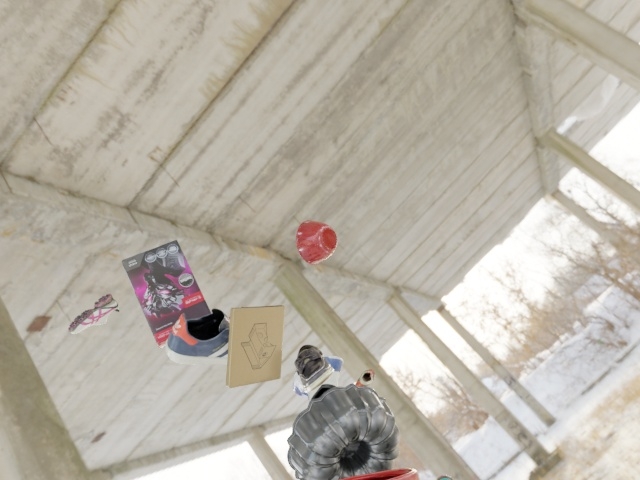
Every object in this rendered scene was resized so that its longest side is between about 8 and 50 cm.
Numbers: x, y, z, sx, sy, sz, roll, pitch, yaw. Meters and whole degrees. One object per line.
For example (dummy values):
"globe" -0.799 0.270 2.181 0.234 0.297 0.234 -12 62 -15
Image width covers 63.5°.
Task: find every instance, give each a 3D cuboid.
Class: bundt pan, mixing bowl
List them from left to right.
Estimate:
"mixing bowl" 0.000 0.000 2.032 0.098 0.181 0.182 -13 -1 42
"bundt pan" 0.081 0.571 1.416 0.331 0.124 0.330 -6 -74 -23

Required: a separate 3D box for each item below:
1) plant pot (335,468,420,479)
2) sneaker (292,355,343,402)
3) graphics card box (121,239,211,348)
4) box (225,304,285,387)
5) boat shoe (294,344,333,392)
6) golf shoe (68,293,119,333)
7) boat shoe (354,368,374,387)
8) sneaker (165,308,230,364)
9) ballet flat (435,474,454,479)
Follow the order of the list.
"plant pot" 0.066 0.437 0.748 0.191 0.173 0.191 -8 -19 -3
"sneaker" -0.022 0.591 2.050 0.128 0.182 0.315 21 -40 -19
"graphics card box" -0.601 0.205 2.043 0.233 0.370 0.094 -23 -16 -20
"box" -0.166 0.271 1.347 0.165 0.021 0.201 3 -89 -41
"boat shoe" -0.030 0.360 1.497 0.103 0.092 0.285 -37 0 -3
"golf shoe" -0.795 0.274 1.828 0.186 0.068 0.085 -43 -63 -35
"boat shoe" 0.161 0.479 1.804 0.043 0.049 0.137 -59 -18 22
"sneaker" -0.259 0.271 1.495 0.350 0.131 0.148 5 -63 -35
"ballet flat" 0.314 0.670 1.229 0.077 0.221 0.079 -15 -16 19
